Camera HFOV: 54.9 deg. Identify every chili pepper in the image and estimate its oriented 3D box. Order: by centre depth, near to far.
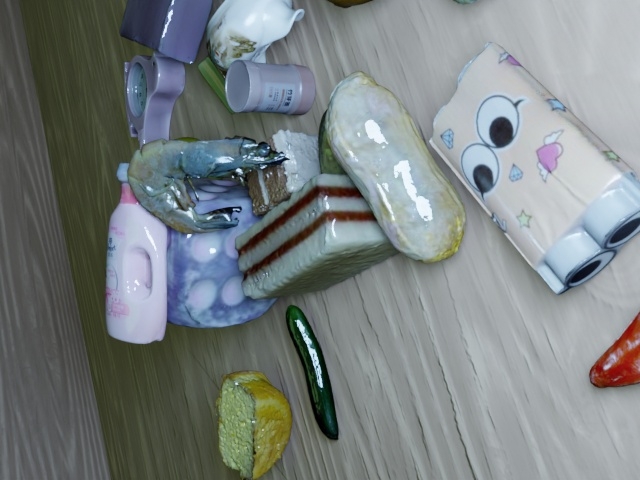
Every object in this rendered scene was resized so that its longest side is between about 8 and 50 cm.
[{"bbox_3d":[0.367,0.125,0.704,0.088,0.064,0.169,62,142,29],"label":"chili pepper"}]

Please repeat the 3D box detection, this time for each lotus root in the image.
[{"bbox_3d":[0.039,-0.168,1.084,0.089,0.080,0.180,16,113,28],"label":"lotus root"}]

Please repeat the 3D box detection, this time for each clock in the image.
[{"bbox_3d":[-0.471,-0.382,1.744,0.275,0.080,0.291,3,97,54],"label":"clock"}]

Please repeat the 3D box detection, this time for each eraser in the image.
[{"bbox_3d":[0.269,-0.097,0.779,0.291,0.087,0.171,58,142,30],"label":"eraser"}]

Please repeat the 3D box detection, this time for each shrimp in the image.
[{"bbox_3d":[-0.196,-0.093,1.091,0.075,0.288,0.178,-104,11,-68],"label":"shrimp"}]

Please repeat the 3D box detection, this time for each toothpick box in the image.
[{"bbox_3d":[-0.097,-0.294,1.191,0.098,0.148,0.099,10,103,52],"label":"toothpick box"}]

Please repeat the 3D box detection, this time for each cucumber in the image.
[{"bbox_3d":[-0.013,0.264,1.240,0.056,0.056,0.285,-30,76,51],"label":"cucumber"}]

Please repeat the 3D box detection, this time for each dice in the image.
[{"bbox_3d":[-0.243,0.018,1.331,0.271,0.270,0.271,24,113,49],"label":"dice"}]

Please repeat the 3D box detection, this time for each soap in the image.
[{"bbox_3d":[-0.375,-0.608,1.520,0.296,0.107,0.286,35,110,46],"label":"soap"}]

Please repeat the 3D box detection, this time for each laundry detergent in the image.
[{"bbox_3d":[-0.349,0.021,1.175,0.158,0.087,0.336,8,98,34],"label":"laundry detergent"}]

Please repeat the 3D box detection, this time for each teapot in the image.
[{"bbox_3d":[-0.133,-0.411,1.217,0.139,0.204,0.298,39,162,-11],"label":"teapot"}]

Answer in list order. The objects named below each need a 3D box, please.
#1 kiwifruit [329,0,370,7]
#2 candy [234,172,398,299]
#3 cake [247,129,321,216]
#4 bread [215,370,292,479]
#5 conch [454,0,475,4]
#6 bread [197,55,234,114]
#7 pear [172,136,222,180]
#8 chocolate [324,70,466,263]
[{"bbox_3d":[0.059,-0.470,0.927,0.196,0.195,0.234,50,136,37],"label":"kiwifruit"},{"bbox_3d":[0.000,0.000,1.081,0.320,0.179,0.135,-30,69,50],"label":"candy"},{"bbox_3d":[-0.055,-0.125,1.183,0.147,0.134,0.135,-28,70,40],"label":"cake"},{"bbox_3d":[-0.140,0.400,1.357,0.143,0.139,0.229,21,112,48],"label":"bread"},{"bbox_3d":[0.210,-0.384,0.808,0.153,0.102,0.135,-103,6,-72],"label":"conch"},{"bbox_3d":[-0.209,-0.379,1.446,0.139,0.084,0.074,54,143,-11],"label":"bread"},{"bbox_3d":[-0.325,-0.179,1.527,0.216,0.166,0.180,-104,17,-49],"label":"pear"},{"bbox_3d":[0.105,-0.104,0.913,0.134,0.134,0.309,-30,88,51],"label":"chocolate"}]
